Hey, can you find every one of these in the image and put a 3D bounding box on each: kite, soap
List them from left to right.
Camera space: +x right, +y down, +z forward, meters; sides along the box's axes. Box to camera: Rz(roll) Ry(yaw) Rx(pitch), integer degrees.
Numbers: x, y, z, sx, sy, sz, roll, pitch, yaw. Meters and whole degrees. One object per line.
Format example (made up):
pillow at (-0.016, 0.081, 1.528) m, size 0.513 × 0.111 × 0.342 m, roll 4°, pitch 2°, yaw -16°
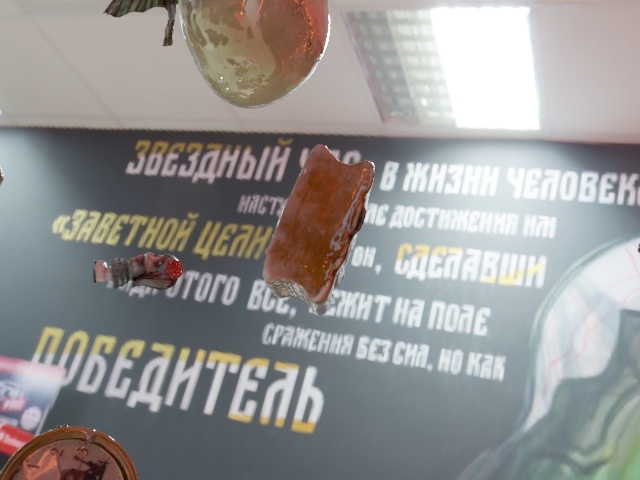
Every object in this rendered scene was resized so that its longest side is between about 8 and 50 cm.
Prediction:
kite at (-0.329, -0.549, 1.662) m, size 0.323 × 0.267 × 0.013 m, roll -5°, pitch -9°, yaw 17°
soap at (0.000, 0.000, 0.797) m, size 0.073 × 0.140 × 0.232 m, roll 23°, pitch -8°, yaw 4°

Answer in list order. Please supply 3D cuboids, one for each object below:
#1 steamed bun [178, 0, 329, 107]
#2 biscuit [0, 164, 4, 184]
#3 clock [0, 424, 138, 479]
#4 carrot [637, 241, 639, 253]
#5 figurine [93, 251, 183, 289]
steamed bun at (-0.098, -0.406, 1.395) m, size 0.233 × 0.311 × 0.334 m, roll -7°, pitch -22°, yaw 21°
biscuit at (-0.604, -0.291, 1.241) m, size 0.079 × 0.425 × 0.144 m, roll -16°, pitch -8°, yaw -20°
clock at (-0.408, 0.416, 1.225) m, size 0.237 × 0.237 × 0.057 m, roll 28°, pitch -24°, yaw -25°
carrot at (0.442, -0.056, 0.809) m, size 0.248 × 0.043 × 0.043 m, roll -35°, pitch -40°, yaw 5°
figurine at (-0.221, 0.037, 0.932) m, size 0.106 × 0.047 × 0.060 m, roll -1°, pitch -9°, yaw -12°
